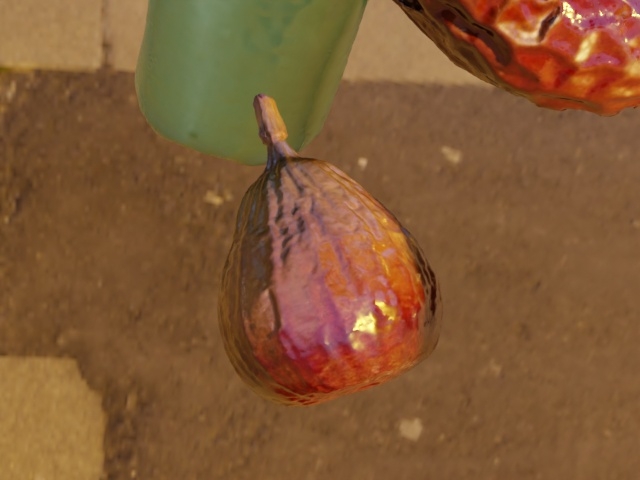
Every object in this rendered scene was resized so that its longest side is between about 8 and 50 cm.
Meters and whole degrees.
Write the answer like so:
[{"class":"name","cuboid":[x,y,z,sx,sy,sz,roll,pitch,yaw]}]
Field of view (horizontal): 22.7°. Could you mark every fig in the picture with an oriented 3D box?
[{"class":"fig","cuboid":[0.009,0.011,0.787,0.119,0.119,0.153,10,65,-3]}]

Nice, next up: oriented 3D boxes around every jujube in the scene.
[{"class":"jujube","cuboid":[0.157,-0.209,1.234,0.290,0.197,0.197,29,49,-1]}]

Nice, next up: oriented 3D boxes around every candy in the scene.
[{"class":"candy","cuboid":[-0.036,-0.192,1.052,0.132,0.344,0.142,-32,64,-33]}]
